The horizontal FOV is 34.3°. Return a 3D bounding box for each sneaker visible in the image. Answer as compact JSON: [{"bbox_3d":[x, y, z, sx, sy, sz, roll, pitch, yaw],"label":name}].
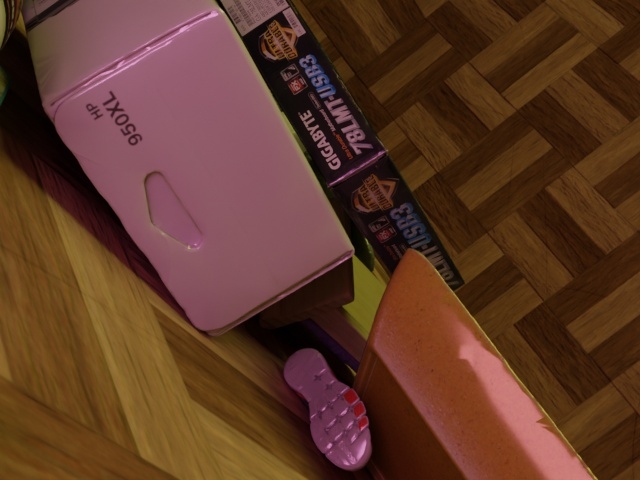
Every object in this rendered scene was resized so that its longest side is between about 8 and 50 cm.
[{"bbox_3d":[0.018,0.177,1.062,0.065,0.061,0.158,57,2,-45],"label":"sneaker"}]

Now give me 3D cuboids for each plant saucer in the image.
[{"bbox_3d":[0.127,0.222,1.028,0.333,0.081,0.333,53,-23,23],"label":"plant saucer"}]

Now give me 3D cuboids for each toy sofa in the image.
[{"bbox_3d":[0.037,0.114,1.313,0.362,0.177,0.150,46,32,-46],"label":"toy sofa"}]

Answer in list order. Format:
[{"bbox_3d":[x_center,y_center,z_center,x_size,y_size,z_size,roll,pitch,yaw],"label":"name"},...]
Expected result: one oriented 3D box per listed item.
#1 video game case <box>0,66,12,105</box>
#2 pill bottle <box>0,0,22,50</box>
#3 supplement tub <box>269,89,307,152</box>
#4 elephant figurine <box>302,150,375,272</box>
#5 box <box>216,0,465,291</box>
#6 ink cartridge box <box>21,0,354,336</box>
[{"bbox_3d":[-0.312,-0.174,0.820,0.166,0.015,0.119,49,6,-22],"label":"video game case"},{"bbox_3d":[-0.254,-0.151,0.668,0.108,0.108,0.193,50,6,-23],"label":"pill bottle"},{"bbox_3d":[-0.059,-0.118,1.605,0.191,0.191,0.272,50,6,-20],"label":"supplement tub"},{"bbox_3d":[0.000,0.000,1.408,0.186,0.169,0.239,-25,107,-60],"label":"elephant figurine"},{"bbox_3d":[0.026,-0.104,1.095,0.293,0.073,0.295,63,8,33],"label":"box"},{"bbox_3d":[-0.146,-0.141,1.013,0.285,0.166,0.395,59,0,-37],"label":"ink cartridge box"}]
